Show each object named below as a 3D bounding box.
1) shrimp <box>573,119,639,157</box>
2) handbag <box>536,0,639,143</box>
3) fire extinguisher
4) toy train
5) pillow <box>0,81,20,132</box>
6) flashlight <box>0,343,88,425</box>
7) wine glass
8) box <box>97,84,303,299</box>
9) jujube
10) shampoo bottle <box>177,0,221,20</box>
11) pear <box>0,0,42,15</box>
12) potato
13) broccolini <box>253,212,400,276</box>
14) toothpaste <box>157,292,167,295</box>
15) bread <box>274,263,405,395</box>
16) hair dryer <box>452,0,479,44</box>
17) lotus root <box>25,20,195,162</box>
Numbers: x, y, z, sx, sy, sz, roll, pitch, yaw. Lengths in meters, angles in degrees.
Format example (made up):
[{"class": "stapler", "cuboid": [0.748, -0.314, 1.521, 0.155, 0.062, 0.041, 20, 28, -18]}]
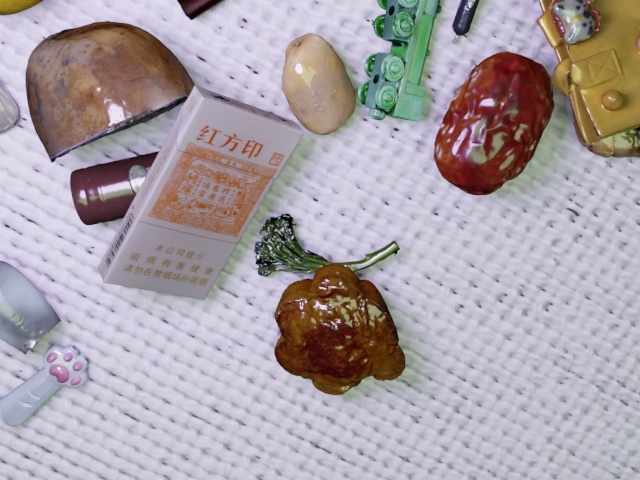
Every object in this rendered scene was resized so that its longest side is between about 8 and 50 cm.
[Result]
[{"class": "shrimp", "cuboid": [0.609, -0.233, 1.491, 0.289, 0.075, 0.178, 6, 101, 7]}, {"class": "handbag", "cuboid": [0.498, -0.385, 1.358, 0.283, 0.133, 0.401, -19, 95, -8]}, {"class": "fire extinguisher", "cuboid": [-0.253, -0.120, 1.408, 0.344, 0.102, 0.138, -13, 147, -1]}, {"class": "toy train", "cuboid": [0.143, -0.327, 1.412, 0.119, 0.085, 0.251, 8, 99, -33]}, {"class": "pillow", "cuboid": [-0.614, -0.279, 1.382, 0.130, 0.038, 0.233, -23, 107, 4]}, {"class": "flashlight", "cuboid": [-0.521, 0.273, 1.524, 0.200, 0.047, 0.093, -39, 104, 5]}, {"class": "wine glass", "cuboid": [-0.562, 0.103, 1.444, 0.111, 0.111, 0.204, -41, 101, 6]}, {"class": "box", "cuboid": [-0.201, -0.065, 1.358, 0.204, 0.051, 0.365, 14, 117, -39]}, {"class": "jujube", "cuboid": [0.299, -0.200, 1.416, 0.174, 0.174, 0.250, 22, 94, -10]}, {"class": "shampoo bottle", "cuboid": [-0.114, -0.501, 1.347, 0.323, 0.084, 0.129, -31, 107, 3]}, {"class": "pear", "cuboid": [-0.498, -0.452, 1.265, 0.208, 0.209, 0.209, -1, 104, -5]}, {"class": "potato", "cuboid": [-0.006, -0.263, 1.404, 0.109, 0.118, 0.178, -7, 123, 32]}, {"class": "broccolini", "cuboid": [0.009, 0.001, 1.494, 0.271, 0.062, 0.123, -4, 119, 2]}, {"class": "toothpaste", "cuboid": [-0.269, 0.017, 1.482, 0.034, 0.046, 0.164, 8, 103, -6]}, {"class": "bread", "cuboid": [0.023, 0.162, 1.479, 0.232, 0.135, 0.247, -20, 119, 13]}, {"class": "hair dryer", "cuboid": [0.265, -0.437, 1.390, 0.071, 0.124, 0.219, 15, 119, -6]}, {"class": "lotus root", "cuboid": [-0.346, -0.253, 1.312, 0.272, 0.272, 0.192, -24, 93, 1]}]
